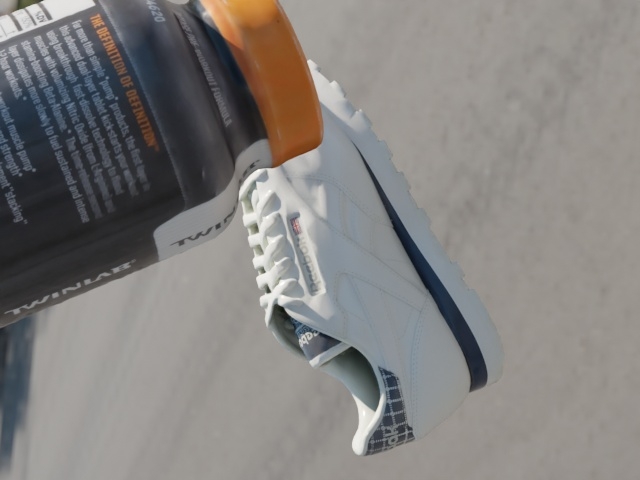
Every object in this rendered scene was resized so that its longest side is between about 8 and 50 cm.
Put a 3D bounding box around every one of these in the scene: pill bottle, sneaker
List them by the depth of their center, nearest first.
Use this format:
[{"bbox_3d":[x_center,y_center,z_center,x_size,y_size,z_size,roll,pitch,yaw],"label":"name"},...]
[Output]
[{"bbox_3d":[-0.125,-0.038,0.745,0.130,0.246,0.130,158,90,-81],"label":"pill bottle"},{"bbox_3d":[0.000,0.000,0.893,0.235,0.095,0.090,55,162,8],"label":"sneaker"}]
